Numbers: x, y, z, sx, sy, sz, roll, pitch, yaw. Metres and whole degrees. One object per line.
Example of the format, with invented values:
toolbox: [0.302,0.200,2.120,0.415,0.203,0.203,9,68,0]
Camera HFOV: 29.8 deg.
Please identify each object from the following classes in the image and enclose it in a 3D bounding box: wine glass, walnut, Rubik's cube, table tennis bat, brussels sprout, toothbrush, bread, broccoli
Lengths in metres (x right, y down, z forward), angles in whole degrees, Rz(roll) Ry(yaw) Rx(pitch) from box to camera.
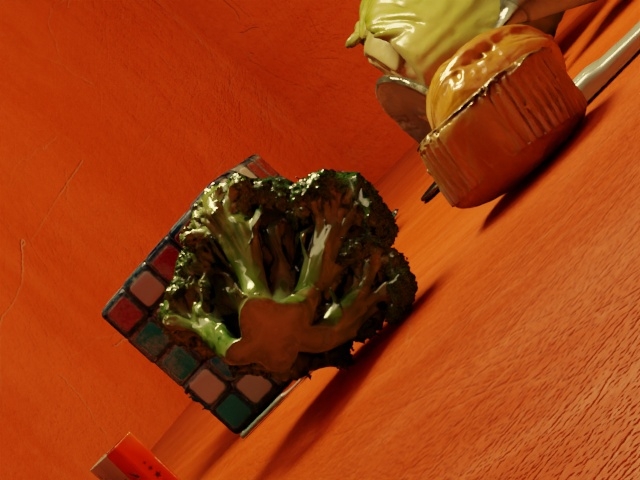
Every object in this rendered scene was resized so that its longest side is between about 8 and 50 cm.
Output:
wine glass: [0.275,-0.328,1.826,0.406,0.267,0.267,-52,3,-12]
walnut: [0.235,-0.202,1.610,0.206,0.159,0.159,-41,2,0]
Rubik's cube: [-0.119,0.075,1.896,0.287,0.292,0.293,-47,1,16]
table tennis bat: [0.232,-0.127,2.102,0.154,0.021,0.274,-48,0,1]
brussels sprout: [0.268,-0.420,2.219,0.361,0.342,0.425,-55,12,3]
toothbrush: [-0.064,0.226,1.689,0.167,0.014,0.011,-47,11,27]
bread: [0.201,-0.117,1.317,0.190,0.114,0.132,-35,0,38]
broccoli: [-0.043,0.053,1.341,0.294,0.265,0.245,-25,19,4]

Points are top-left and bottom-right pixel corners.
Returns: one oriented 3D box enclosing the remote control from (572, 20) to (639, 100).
remote control: [0.319,-0.194,1.373,0.162,0.029,0.061,-47,4,24]

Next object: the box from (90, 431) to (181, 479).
box: [-0.251,0.344,1.694,0.035,0.139,0.245,-47,3,-24]

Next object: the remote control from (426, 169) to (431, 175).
remote control: [0.216,-0.143,2.119,0.059,0.028,0.212,-52,-3,12]

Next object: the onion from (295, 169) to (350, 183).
onion: [0.005,-0.019,2.220,0.281,0.221,0.281,-44,34,39]

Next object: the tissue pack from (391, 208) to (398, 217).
tissue pack: [0.103,-0.005,2.411,0.138,0.028,0.085,-46,0,-37]
